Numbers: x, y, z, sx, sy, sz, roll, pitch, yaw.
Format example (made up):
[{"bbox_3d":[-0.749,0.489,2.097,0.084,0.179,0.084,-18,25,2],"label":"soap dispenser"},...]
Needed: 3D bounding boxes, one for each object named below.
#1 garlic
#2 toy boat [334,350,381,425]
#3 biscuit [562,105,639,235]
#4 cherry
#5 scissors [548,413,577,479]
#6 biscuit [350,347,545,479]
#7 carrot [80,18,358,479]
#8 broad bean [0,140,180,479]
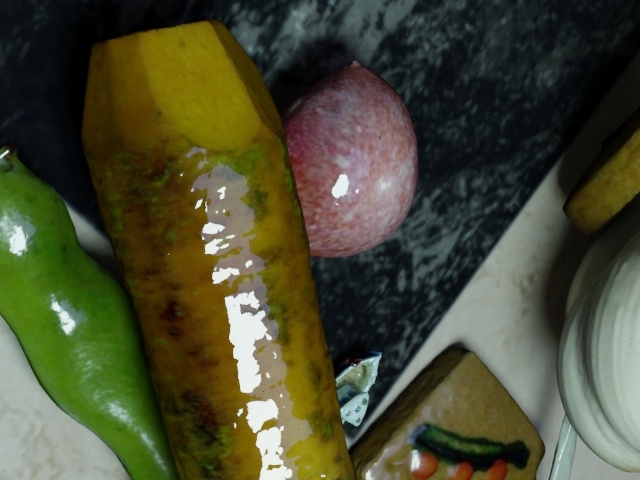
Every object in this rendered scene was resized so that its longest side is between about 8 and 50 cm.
[{"bbox_3d":[0.256,0.045,1.278,0.281,0.185,0.203,-7,98,-35],"label":"garlic"},{"bbox_3d":[0.013,0.105,1.221,0.038,0.038,0.083,37,85,-38],"label":"toy boat"},{"bbox_3d":[0.306,-0.170,1.217,0.432,0.064,0.283,-45,175,15],"label":"biscuit"},{"bbox_3d":[0.000,0.000,1.145,0.107,0.090,0.225,-10,121,-48],"label":"cherry"},{"bbox_3d":[0.147,0.247,1.324,0.109,0.022,0.300,-3,108,-42],"label":"scissors"},{"bbox_3d":[0.076,0.220,1.301,0.278,0.043,0.301,-7,110,-34],"label":"biscuit"},{"bbox_3d":[-0.056,0.028,1.057,0.114,0.114,0.302,-19,99,-29],"label":"carrot"},{"bbox_3d":[-0.138,0.082,1.092,0.098,0.056,0.318,-25,122,-27],"label":"broad bean"}]
